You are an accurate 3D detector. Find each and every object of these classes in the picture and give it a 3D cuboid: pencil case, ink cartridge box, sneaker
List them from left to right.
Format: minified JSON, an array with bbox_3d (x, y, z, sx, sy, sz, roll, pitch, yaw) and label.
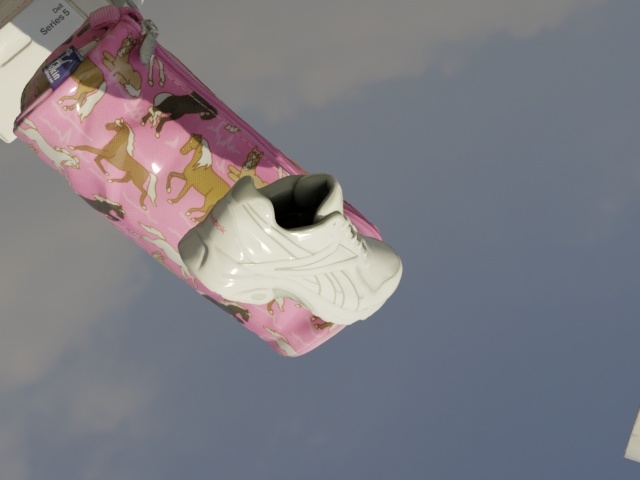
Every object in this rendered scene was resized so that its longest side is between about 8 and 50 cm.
[{"bbox_3d":[-0.325,-0.267,1.772,0.198,0.115,0.273,-35,-157,23],"label":"ink cartridge box"},{"bbox_3d":[-0.111,-0.053,1.404,0.160,0.386,0.167,-55,-164,-25],"label":"pencil case"},{"bbox_3d":[0.000,0.000,1.203,0.232,0.115,0.090,7,-143,-47],"label":"sneaker"}]

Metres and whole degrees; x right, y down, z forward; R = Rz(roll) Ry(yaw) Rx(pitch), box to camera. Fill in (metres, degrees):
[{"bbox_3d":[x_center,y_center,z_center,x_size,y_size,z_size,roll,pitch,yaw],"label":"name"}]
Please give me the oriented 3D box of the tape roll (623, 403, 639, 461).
[{"bbox_3d":[0.440,0.143,1.537,0.169,0.246,0.246,18,-144,14],"label":"tape roll"}]
